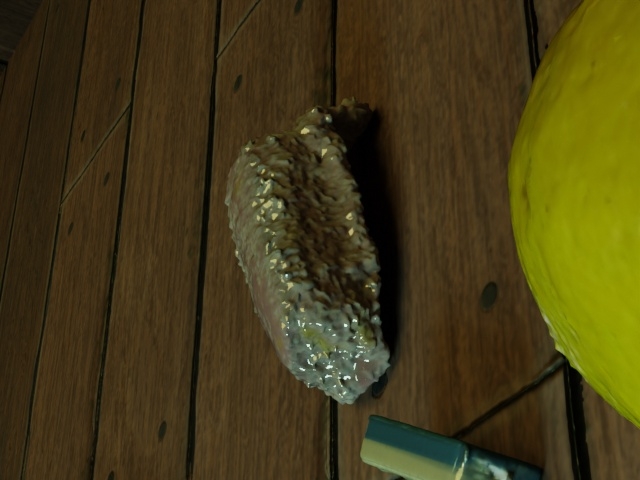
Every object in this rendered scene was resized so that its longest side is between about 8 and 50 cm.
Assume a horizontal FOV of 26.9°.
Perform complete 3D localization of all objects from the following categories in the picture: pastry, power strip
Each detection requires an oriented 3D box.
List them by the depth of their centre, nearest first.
[{"bbox_3d":[0.075,0.132,0.789,0.123,0.056,0.032,3,75,65],"label":"power strip"},{"bbox_3d":[-0.013,-0.004,1.010,0.103,0.112,0.265,116,158,-44],"label":"pastry"}]

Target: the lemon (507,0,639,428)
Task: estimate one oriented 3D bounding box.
[{"bbox_3d":[0.188,-0.021,0.442,0.236,0.236,0.263,-68,22,9],"label":"lemon"}]
